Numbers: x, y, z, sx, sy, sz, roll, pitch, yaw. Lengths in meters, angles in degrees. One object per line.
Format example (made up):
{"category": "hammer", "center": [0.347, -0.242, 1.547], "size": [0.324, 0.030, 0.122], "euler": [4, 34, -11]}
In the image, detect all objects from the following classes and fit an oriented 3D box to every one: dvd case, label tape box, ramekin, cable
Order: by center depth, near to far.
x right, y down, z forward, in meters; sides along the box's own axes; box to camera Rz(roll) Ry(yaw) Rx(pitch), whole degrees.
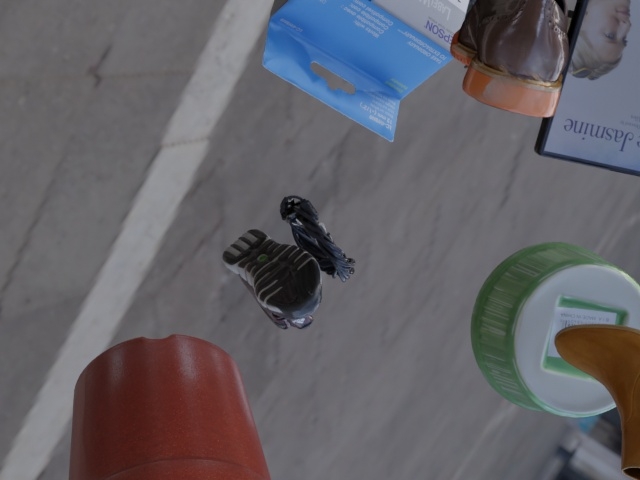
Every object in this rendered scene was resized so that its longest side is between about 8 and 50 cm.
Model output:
{"category": "dvd case", "center": [0.369, -0.203, 1.638], "size": [0.022, 0.180, 0.253], "euler": [-116, -142, -69]}
{"category": "label tape box", "center": [0.079, -0.346, 1.893], "size": [0.115, 0.249, 0.347], "euler": [-12, -122, 50]}
{"category": "cable", "center": [0.000, 0.000, 2.137], "size": [0.047, 0.150, 0.184], "euler": [-43, 166, -11]}
{"category": "ramekin", "center": [0.424, 0.159, 2.399], "size": [0.303, 0.303, 0.148], "euler": [-56, -166, -3]}

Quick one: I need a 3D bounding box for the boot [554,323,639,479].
{"category": "boot", "center": [0.457, 0.244, 2.022], "size": [0.104, 0.295, 0.211], "euler": [80, 31, -49]}

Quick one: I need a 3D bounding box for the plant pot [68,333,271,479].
{"category": "plant pot", "center": [-0.172, 0.266, 1.570], "size": [0.265, 0.272, 0.272], "euler": [-104, -154, -45]}

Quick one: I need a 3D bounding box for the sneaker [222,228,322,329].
{"category": "sneaker", "center": [-0.041, 0.089, 2.176], "size": [0.106, 0.281, 0.162], "euler": [-38, 119, -7]}

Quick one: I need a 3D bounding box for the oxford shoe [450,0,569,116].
{"category": "oxford shoe", "center": [0.223, -0.236, 1.528], "size": [0.363, 0.130, 0.132], "euler": [-86, -170, -71]}

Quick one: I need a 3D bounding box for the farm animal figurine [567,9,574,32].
{"category": "farm animal figurine", "center": [0.465, -0.247, 2.222], "size": [0.172, 0.327, 0.330], "euler": [-61, 146, -8]}

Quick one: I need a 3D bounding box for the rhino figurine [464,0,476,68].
{"category": "rhino figurine", "center": [0.245, -0.385, 2.143], "size": [0.073, 0.106, 0.243], "euler": [-12, 113, -65]}
